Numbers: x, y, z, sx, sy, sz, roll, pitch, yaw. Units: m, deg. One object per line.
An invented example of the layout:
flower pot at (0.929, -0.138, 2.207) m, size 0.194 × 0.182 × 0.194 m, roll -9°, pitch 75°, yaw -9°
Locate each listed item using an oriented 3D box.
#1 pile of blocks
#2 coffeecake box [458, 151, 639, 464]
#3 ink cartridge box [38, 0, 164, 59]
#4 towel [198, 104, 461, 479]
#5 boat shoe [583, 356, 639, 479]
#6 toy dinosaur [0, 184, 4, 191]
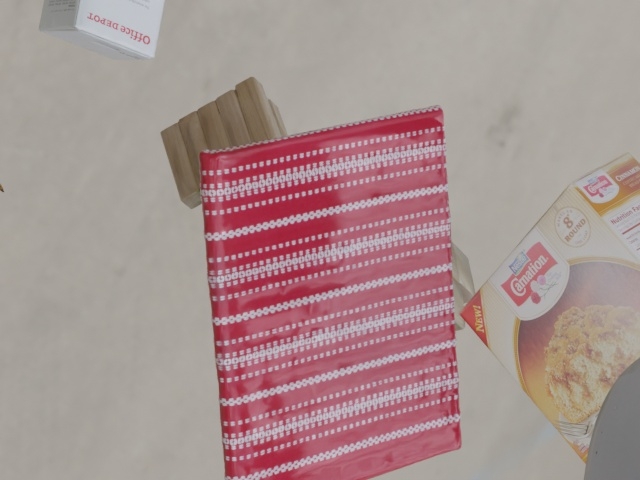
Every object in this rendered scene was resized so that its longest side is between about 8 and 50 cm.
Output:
pile of blocks at (0.000, 0.000, 1.624) m, size 0.149 × 0.362 × 0.112 m, roll -49°, pitch 144°, yaw 0°
coffeecake box at (0.195, 0.064, 1.108) m, size 0.068 × 0.185 × 0.142 m, roll -26°, pitch 160°, yaw -42°
ink cartridge box at (-0.245, -0.309, 2.098) m, size 0.127 × 0.072 × 0.175 m, roll 18°, pitch 78°, yaw -47°
towel at (0.010, 0.052, 1.278) m, size 0.199 × 0.031 × 0.275 m, roll -14°, pitch 110°, yaw -29°
boat shoe at (0.127, 0.172, 0.637) m, size 0.088 × 0.096 × 0.267 m, roll 26°, pitch 67°, yaw -39°
toy dinosaur at (-0.412, -0.048, 2.005) m, size 0.064 × 0.211 × 0.112 m, roll 30°, pitch 114°, yaw -34°
